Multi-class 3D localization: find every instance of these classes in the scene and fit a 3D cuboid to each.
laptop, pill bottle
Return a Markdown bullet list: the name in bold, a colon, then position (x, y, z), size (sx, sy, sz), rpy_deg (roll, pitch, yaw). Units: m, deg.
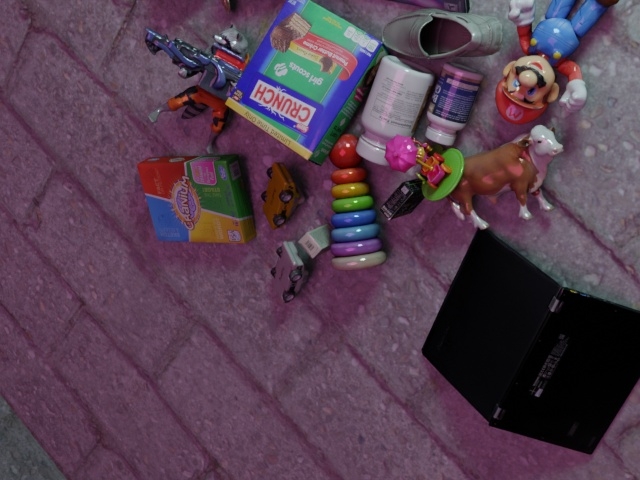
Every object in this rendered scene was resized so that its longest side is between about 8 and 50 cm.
- **laptop**: position (0.502, 0.232, 1.701), size (0.407, 0.236, 0.382), rpy_deg (17, 115, -6)
- **pill bottle**: position (0.166, -0.296, 1.684), size (0.131, 0.131, 0.229), rpy_deg (29, 116, 20)
- **pill bottle**: position (0.293, -0.304, 1.631), size (0.094, 0.094, 0.169), rpy_deg (26, 114, 21)

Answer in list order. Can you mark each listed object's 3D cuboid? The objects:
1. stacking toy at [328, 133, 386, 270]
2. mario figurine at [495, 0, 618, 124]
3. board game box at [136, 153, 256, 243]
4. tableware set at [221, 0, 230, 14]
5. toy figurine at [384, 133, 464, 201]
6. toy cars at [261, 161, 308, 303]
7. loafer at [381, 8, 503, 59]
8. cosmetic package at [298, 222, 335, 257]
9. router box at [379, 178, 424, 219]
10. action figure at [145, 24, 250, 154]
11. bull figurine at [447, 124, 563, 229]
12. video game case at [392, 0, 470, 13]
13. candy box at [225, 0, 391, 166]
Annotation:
- **stacking toy**: position (0.073, -0.097, 1.798), size (0.141, 0.141, 0.330), rpy_deg (-6, 96, 31)
- **mario figurine**: position (0.461, -0.381, 1.466), size (0.321, 0.170, 0.198), rpy_deg (-63, 36, 19)
- **board game box**: position (-0.348, -0.115, 2.042), size (0.316, 0.064, 0.242), rpy_deg (1, 114, 30)
- **tableware set**: position (-0.252, -0.664, 1.838), size (0.169, 0.020, 0.141), rpy_deg (118, 134, -69)
- **toy figurine**: position (0.211, -0.189, 1.621), size (0.130, 0.159, 0.173), rpy_deg (-50, 32, 25)
- **toy cars**: position (-0.080, -0.018, 1.922), size (0.176, 0.087, 0.394), rpy_deg (21, 120, 62)
- **loafer**: position (0.242, -0.447, 1.575), size (0.319, 0.111, 0.112), rpy_deg (15, 112, 48)
- **cosmetic package**: position (0.000, 0.000, 1.868), size (0.060, 0.115, 0.041), rpy_deg (50, 120, 11)
- **router box**: position (0.204, -0.100, 1.721), size (0.038, 0.122, 0.092), rpy_deg (48, 120, 16)
- **action figure**: position (-0.315, -0.428, 1.898), size (0.341, 0.178, 0.330), rpy_deg (34, 116, -17)
- **bull figurine**: position (0.405, -0.134, 1.602), size (0.310, 0.101, 0.188), rpy_deg (-12, 98, 43)
- **video game case**: position (0.186, -0.590, 1.581), size (0.274, 0.196, 0.026), rpy_deg (18, 68, 24)
- **candy box**: position (-0.032, -0.380, 1.730), size (0.268, 0.122, 0.317), rpy_deg (35, 99, 18)
